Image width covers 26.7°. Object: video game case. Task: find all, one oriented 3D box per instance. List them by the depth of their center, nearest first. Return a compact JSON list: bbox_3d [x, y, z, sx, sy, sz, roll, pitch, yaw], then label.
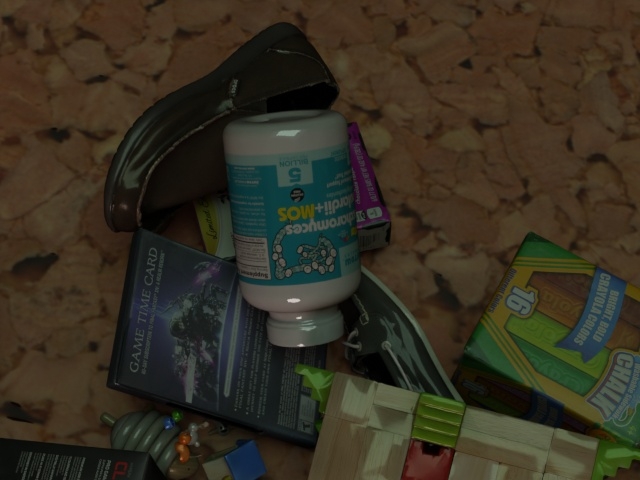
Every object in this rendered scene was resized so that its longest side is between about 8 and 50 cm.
[{"bbox_3d":[-0.112,0.118,1.595,0.274,0.026,0.196,21,60,-27],"label":"video game case"}]

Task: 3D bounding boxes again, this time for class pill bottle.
[{"bbox_3d":[-0.029,-0.014,1.569,0.146,0.146,0.264,-7,102,-6],"label":"pill bottle"}]

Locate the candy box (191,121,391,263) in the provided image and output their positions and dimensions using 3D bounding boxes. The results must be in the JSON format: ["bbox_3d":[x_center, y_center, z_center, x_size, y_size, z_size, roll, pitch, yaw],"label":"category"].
[{"bbox_3d":[-0.043,-0.047,1.713,0.233,0.071,0.159,-15,62,-6],"label":"candy box"}]

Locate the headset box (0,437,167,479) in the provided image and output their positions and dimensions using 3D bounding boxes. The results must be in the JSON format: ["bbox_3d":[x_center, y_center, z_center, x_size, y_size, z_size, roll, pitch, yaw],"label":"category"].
[{"bbox_3d":[-0.307,0.339,1.481,0.293,0.110,0.218,5,59,11],"label":"headset box"}]

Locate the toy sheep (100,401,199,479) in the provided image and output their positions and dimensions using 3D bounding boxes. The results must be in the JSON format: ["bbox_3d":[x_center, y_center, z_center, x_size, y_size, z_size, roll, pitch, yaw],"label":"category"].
[{"bbox_3d":[-0.201,0.239,1.585,0.132,0.091,0.091,26,68,12],"label":"toy sheep"}]

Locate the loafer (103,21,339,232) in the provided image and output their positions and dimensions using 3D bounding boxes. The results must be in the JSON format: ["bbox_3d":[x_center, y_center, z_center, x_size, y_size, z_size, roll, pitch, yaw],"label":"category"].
[{"bbox_3d":[-0.113,-0.129,1.642,0.130,0.134,0.366,35,65,22],"label":"loafer"}]

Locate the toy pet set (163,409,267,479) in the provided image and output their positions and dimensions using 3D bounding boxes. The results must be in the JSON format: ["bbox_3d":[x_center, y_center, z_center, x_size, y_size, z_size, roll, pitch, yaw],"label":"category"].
[{"bbox_3d":[-0.115,0.232,1.573,0.065,0.122,0.114,-22,95,15],"label":"toy pet set"}]

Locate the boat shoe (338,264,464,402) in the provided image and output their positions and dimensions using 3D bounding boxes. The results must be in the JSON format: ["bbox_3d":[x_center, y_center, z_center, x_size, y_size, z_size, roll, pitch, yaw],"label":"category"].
[{"bbox_3d":[0.093,0.171,1.615,0.095,0.112,0.335,-30,75,-20],"label":"boat shoe"}]

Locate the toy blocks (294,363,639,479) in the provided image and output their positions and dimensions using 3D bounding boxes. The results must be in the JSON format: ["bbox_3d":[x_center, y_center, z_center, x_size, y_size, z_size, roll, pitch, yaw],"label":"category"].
[{"bbox_3d":[0.126,0.304,1.447,0.381,0.191,0.260,13,82,8],"label":"toy blocks"}]

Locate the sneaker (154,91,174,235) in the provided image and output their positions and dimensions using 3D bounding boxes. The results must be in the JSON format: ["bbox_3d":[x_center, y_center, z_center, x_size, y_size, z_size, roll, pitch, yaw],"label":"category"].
[{"bbox_3d":[-0.204,-0.106,1.732,0.064,0.086,0.192,14,66,3],"label":"sneaker"}]

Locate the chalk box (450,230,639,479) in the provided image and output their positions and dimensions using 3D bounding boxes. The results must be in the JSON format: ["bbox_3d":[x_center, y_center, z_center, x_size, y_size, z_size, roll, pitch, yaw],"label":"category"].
[{"bbox_3d":[0.321,0.155,1.596,0.289,0.179,0.180,27,68,9],"label":"chalk box"}]

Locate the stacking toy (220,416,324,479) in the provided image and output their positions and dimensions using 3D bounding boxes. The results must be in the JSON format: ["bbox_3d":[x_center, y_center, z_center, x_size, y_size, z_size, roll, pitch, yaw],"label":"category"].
[{"bbox_3d":[-0.012,0.311,1.544,0.221,0.052,0.167,-29,97,-15],"label":"stacking toy"}]
